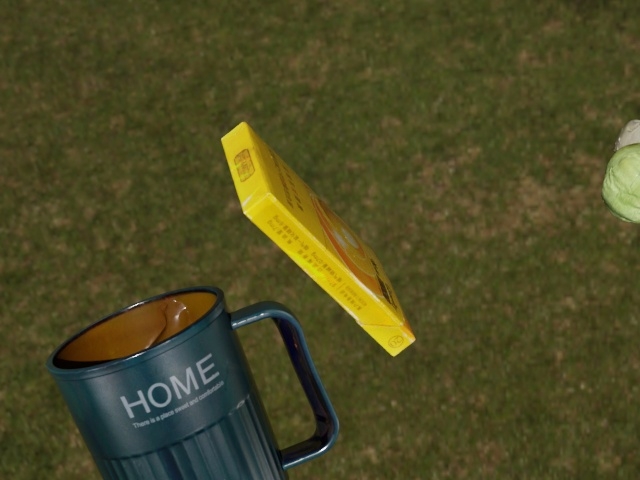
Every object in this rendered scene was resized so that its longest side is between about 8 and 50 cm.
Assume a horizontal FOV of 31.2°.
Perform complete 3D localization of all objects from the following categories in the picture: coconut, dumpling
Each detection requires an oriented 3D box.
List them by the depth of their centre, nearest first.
[{"bbox_3d":[0.345,-0.065,1.225,0.088,0.096,0.088,22,32,-15],"label":"coconut"},{"bbox_3d":[0.359,-0.107,1.275,0.059,0.077,0.043,21,47,-8],"label":"dumpling"}]

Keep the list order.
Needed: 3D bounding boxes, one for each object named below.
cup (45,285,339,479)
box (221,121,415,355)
[{"bbox_3d":[-0.168,0.229,1.527,0.308,0.292,0.242,-29,16,-34],"label":"cup"},{"bbox_3d":[0.000,0.000,1.244,0.043,0.269,0.152,-37,36,13],"label":"box"}]
